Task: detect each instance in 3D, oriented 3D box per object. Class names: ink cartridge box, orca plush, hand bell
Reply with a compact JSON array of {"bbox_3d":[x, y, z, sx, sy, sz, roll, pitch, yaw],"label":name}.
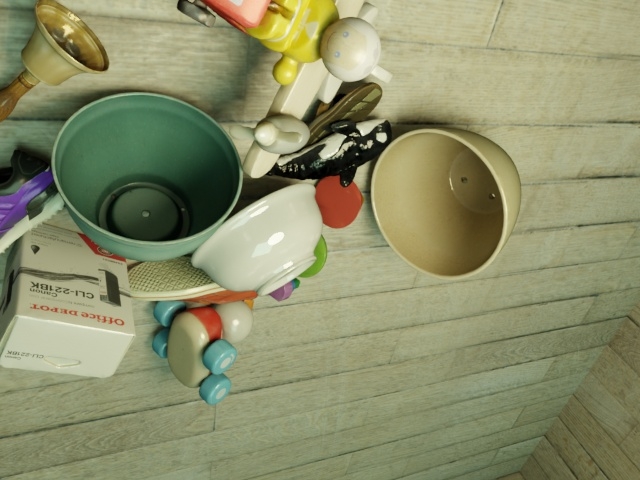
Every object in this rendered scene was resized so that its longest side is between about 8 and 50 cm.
[{"bbox_3d":[-0.468,0.104,0.957,0.196,0.273,0.114,19,117,-36],"label":"ink cartridge box"},{"bbox_3d":[0.028,-0.159,1.056,0.287,0.102,0.151,-17,160,-24],"label":"orca plush"},{"bbox_3d":[-0.465,-0.246,0.808,0.241,0.126,0.126,-32,134,17],"label":"hand bell"}]

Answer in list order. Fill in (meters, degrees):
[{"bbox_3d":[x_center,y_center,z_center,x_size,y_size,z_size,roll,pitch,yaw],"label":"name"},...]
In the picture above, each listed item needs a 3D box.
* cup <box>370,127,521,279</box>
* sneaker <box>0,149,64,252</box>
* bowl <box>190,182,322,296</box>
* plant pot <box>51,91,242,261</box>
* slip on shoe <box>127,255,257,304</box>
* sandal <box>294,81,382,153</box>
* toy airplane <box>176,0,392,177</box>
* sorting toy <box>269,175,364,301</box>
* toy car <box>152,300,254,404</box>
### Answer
[{"bbox_3d":[0.313,-0.110,1.168,0.236,0.331,0.331,-27,140,-41],"label":"cup"},{"bbox_3d":[-0.591,-0.053,0.899,0.293,0.102,0.146,-38,129,0],"label":"sneaker"},{"bbox_3d":[-0.102,0.022,1.059,0.297,0.134,0.298,-33,172,-5],"label":"bowl"},{"bbox_3d":[-0.302,-0.082,0.911,0.292,0.293,0.196,-3,155,-24],"label":"plant pot"},{"bbox_3d":[-0.269,0.100,1.163,0.331,0.123,0.101,-3,132,-30],"label":"slip on shoe"},{"bbox_3d":[0.024,-0.255,1.051,0.219,0.060,0.090,-34,159,24],"label":"sandal"},{"bbox_3d":[0.003,-0.314,0.807,0.384,0.272,0.386,-32,140,-19],"label":"toy airplane"},{"bbox_3d":[0.000,0.000,1.239,0.126,0.127,0.366,-11,141,-58],"label":"sorting toy"},{"bbox_3d":[-0.243,0.224,1.252,0.237,0.219,0.211,-27,141,-44],"label":"toy car"}]
